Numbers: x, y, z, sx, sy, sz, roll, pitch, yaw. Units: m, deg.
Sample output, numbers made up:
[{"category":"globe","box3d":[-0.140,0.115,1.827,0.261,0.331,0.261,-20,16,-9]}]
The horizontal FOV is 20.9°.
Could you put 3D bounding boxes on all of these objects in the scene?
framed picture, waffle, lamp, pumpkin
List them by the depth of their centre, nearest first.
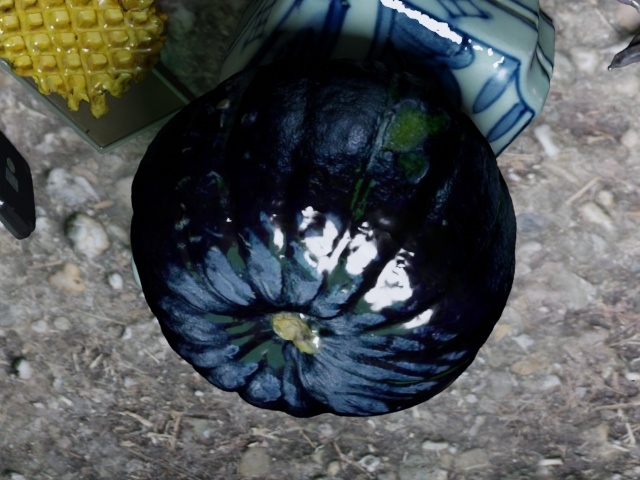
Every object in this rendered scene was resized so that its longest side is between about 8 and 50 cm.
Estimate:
[{"category":"pumpkin","box3d":[0.000,0.000,1.596,0.363,0.266,0.363,11,141,9]},{"category":"waffle","box3d":[-0.249,-0.226,1.758,0.193,0.070,0.197,24,135,-13]},{"category":"framed picture","box3d":[-0.252,-0.184,1.868,0.150,0.015,0.203,-24,127,33]},{"category":"lamp","box3d":[-0.444,-0.027,2.009,0.283,0.125,0.203,-7,145,24]}]

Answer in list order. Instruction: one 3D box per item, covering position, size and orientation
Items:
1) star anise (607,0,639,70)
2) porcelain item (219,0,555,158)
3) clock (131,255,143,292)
[{"category":"star anise","box3d":[0.402,-0.201,1.634,0.282,0.129,0.212,14,121,-9]},{"category":"porcelain item","box3d":[0.064,-0.174,1.705,0.285,0.157,0.281,28,137,-16]},{"category":"clock","box3d":[-0.111,0.029,2.043,0.226,0.049,0.226,6,139,6]}]
